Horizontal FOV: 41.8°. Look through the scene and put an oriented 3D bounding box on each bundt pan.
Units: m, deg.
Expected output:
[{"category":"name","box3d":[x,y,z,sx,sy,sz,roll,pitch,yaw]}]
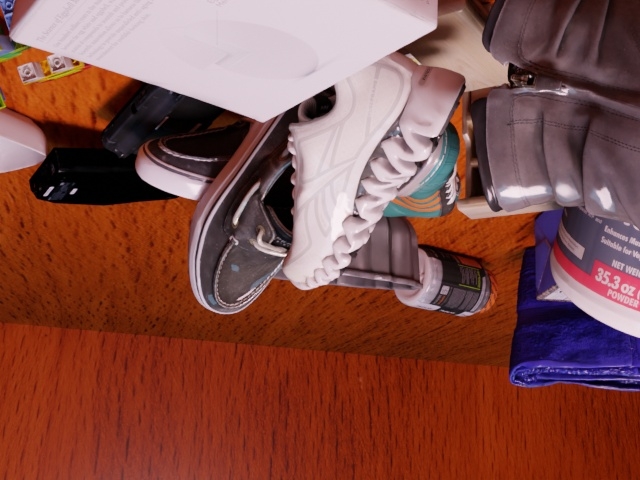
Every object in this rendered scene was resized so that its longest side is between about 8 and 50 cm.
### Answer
[{"category":"bundt pan","box3d":[0.000,0.000,1.307,0.331,0.124,0.331,6,175,1]}]

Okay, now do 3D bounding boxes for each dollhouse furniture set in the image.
[{"category":"dollhouse furniture set","box3d":[0.147,-0.134,0.782,0.212,0.161,0.242,-7,162,32]}]

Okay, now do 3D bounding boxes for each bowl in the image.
[{"category":"bowl","box3d":[-0.437,-0.139,1.080,0.142,0.053,0.142,-9,161,36]}]

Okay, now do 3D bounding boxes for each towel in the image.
[{"category":"towel","box3d":[0.444,0.115,1.426,0.228,0.308,0.076,-1,131,20]}]

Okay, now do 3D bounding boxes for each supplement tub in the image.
[{"category":"supplement tub","box3d":[0.246,0.083,1.628,0.190,0.117,0.117,14,161,-33]},{"category":"supplement tub","box3d":[0.321,-0.064,0.721,0.191,0.272,0.191,6,-154,-3]}]

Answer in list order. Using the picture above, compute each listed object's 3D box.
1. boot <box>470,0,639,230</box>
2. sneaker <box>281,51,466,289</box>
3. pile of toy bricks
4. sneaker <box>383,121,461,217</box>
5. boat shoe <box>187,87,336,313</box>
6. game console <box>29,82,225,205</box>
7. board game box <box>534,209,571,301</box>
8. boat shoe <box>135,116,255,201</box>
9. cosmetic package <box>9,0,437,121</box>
[{"category":"boot","box3d":[0.225,-0.028,0.599,0.223,0.338,0.118,0,177,25]},{"category":"sneaker","box3d":[0.018,-0.065,0.772,0.118,0.110,0.292,30,135,-2]},{"category":"pile of toy bricks","box3d":[-0.339,-0.187,0.841,0.212,0.118,0.105,-16,-170,8]},{"category":"sneaker","box3d":[0.133,-0.091,1.062,0.121,0.108,0.302,5,172,-10]},{"category":"boat shoe","box3d":[-0.051,-0.037,0.914,0.121,0.119,0.335,9,122,-32]},{"category":"game console","box3d":[-0.217,-0.122,1.072,0.213,0.043,0.361,-3,163,-37]},{"category":"board game box","box3d":[0.499,0.009,1.267,0.291,0.141,0.232,4,164,-3]},{"category":"boat shoe","box3d":[-0.065,-0.110,0.997,0.301,0.108,0.102,2,127,-22]},{"category":"cosmetic package","box3d":[-0.072,-0.208,0.604,0.225,0.138,0.224,13,162,-35]}]
